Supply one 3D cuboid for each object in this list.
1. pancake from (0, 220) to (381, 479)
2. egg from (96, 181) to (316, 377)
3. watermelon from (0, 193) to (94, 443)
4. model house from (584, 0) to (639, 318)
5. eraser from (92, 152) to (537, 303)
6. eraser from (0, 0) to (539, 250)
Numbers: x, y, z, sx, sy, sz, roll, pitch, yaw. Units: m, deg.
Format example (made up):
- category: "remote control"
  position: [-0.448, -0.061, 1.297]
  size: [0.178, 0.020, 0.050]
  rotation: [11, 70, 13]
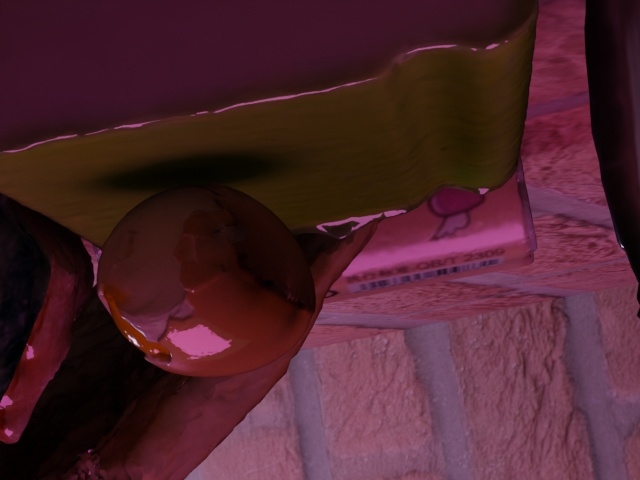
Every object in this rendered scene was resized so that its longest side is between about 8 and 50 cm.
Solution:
- category: "pancake"
  position: [-0.109, 0.076, 0.958]
  size: [0.382, 0.071, 0.382]
  rotation: [-41, -167, 11]
- category: "egg"
  position: [-0.039, 0.017, 0.651]
  size: [0.071, 0.071, 0.083]
  rotation: [-15, 148, 33]
- category: "watermelon"
  position: [-0.248, 0.003, 0.834]
  size: [0.283, 0.293, 0.250]
  rotation: [-39, 117, 23]
- category: "model house"
  position: [0.219, -0.059, 0.585]
  size: [0.237, 0.202, 0.237]
  rotation: [-9, 173, 2]
- category: "eraser"
  position: [0.000, 0.000, 1.230]
  size: [0.290, 0.087, 0.171]
  rotation: [-11, 170, 4]
- category: "eraser"
  position: [-0.021, -0.062, 0.698]
  size: [0.210, 0.092, 0.274]
  rotation: [-10, 171, 6]
